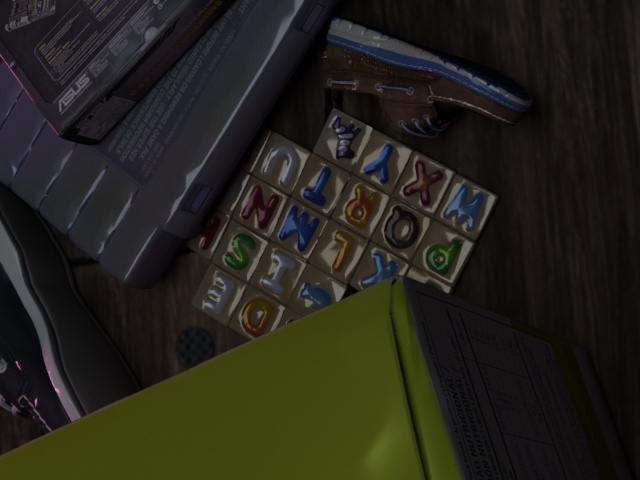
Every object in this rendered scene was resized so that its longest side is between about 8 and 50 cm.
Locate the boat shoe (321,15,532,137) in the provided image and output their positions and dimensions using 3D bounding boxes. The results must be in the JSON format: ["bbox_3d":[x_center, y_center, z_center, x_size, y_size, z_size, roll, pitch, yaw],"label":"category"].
[{"bbox_3d":[0.078,-0.114,1.516,0.183,0.066,0.066,25,102,35],"label":"boat shoe"}]

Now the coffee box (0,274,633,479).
[{"bbox_3d":[0.030,0.261,1.338,0.337,0.334,0.338,-25,68,22],"label":"coffee box"}]

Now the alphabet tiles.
[{"bbox_3d":[0.000,0.000,1.571,0.237,0.009,0.198,30,99,24],"label":"alphabet tiles"}]

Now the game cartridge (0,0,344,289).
[{"bbox_3d":[-0.126,-0.163,1.611,0.230,0.068,0.355,37,102,22],"label":"game cartridge"}]

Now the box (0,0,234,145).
[{"bbox_3d":[-0.166,-0.219,1.575,0.231,0.056,0.183,-45,66,16],"label":"box"}]

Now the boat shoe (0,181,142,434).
[{"bbox_3d":[-0.230,0.092,1.625,0.091,0.114,0.302,-38,60,18],"label":"boat shoe"}]
